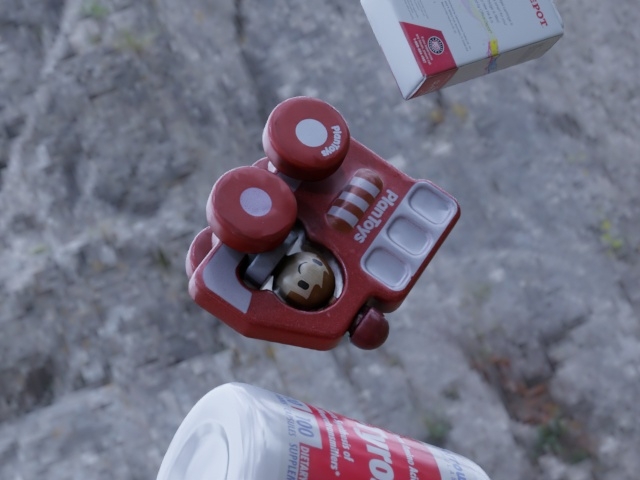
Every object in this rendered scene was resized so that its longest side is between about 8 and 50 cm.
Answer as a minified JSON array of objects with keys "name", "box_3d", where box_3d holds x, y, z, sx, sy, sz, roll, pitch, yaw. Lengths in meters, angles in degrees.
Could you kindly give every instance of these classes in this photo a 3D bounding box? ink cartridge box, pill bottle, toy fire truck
[{"name":"ink cartridge box","box_3d":[0.151,-0.238,1.737,0.175,0.127,0.072,-19,-12,-21]},{"name":"pill bottle","box_3d":[0.044,0.311,1.724,0.408,0.229,0.229,21,-44,-26]},{"name":"toy fire truck","box_3d":[0.000,0.000,1.898,0.302,0.254,0.169,-55,-5,-33]}]
